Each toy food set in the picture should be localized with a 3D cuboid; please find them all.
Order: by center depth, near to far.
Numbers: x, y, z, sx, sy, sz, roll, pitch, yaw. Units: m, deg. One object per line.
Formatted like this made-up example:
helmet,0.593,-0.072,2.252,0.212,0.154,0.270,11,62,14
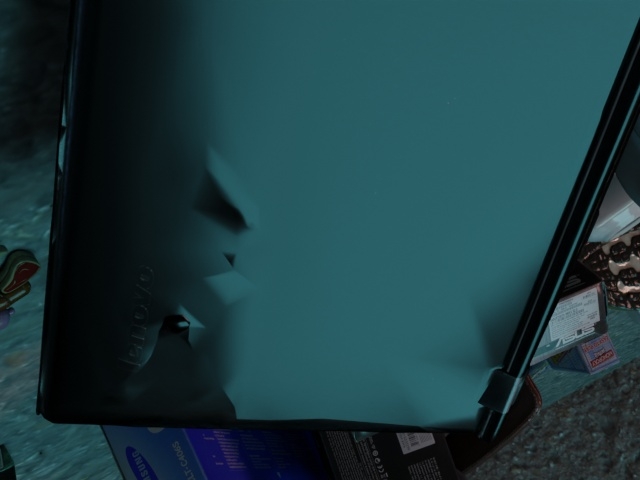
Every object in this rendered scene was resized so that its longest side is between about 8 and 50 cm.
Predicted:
toy food set,-0.239,0.043,0.728,0.122,0.019,0.078,-47,156,21

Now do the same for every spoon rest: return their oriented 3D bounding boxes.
spoon rest,0.333,-0.054,1.210,0.137,0.084,0.276,-37,166,14

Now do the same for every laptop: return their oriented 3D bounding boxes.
laptop,0.066,-0.096,0.609,0.408,0.236,0.382,-47,157,-54

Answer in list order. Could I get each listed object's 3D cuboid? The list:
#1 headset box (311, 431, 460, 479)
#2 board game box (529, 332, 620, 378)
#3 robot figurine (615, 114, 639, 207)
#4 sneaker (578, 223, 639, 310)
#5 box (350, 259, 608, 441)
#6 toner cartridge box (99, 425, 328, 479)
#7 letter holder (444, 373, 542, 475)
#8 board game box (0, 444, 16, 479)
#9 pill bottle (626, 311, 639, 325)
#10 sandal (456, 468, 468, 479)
headset box,0.051,0.198,1.061,0.110,0.218,0.293,-19,174,-5
board game box,0.286,0.104,1.344,0.060,0.194,0.194,-17,156,-33
robot figurine,0.345,-0.119,0.864,0.353,0.199,0.300,39,65,-73
sneaker,0.499,0.025,1.559,0.410,0.158,0.182,-12,172,-30
box,0.095,0.054,0.880,0.231,0.183,0.056,-21,123,-10
toner cartridge box,-0.102,0.193,1.064,0.075,0.165,0.348,-33,159,10
letter holder,0.098,0.214,1.317,0.152,0.214,0.302,-8,151,-47
board game box,-0.431,0.286,1.032,0.259,0.030,0.136,-21,161,-24
pill bottle,0.629,0.058,1.818,0.216,0.121,0.121,-29,160,-1
sandal,0.064,0.300,1.280,0.254,0.054,0.097,15,138,-18
